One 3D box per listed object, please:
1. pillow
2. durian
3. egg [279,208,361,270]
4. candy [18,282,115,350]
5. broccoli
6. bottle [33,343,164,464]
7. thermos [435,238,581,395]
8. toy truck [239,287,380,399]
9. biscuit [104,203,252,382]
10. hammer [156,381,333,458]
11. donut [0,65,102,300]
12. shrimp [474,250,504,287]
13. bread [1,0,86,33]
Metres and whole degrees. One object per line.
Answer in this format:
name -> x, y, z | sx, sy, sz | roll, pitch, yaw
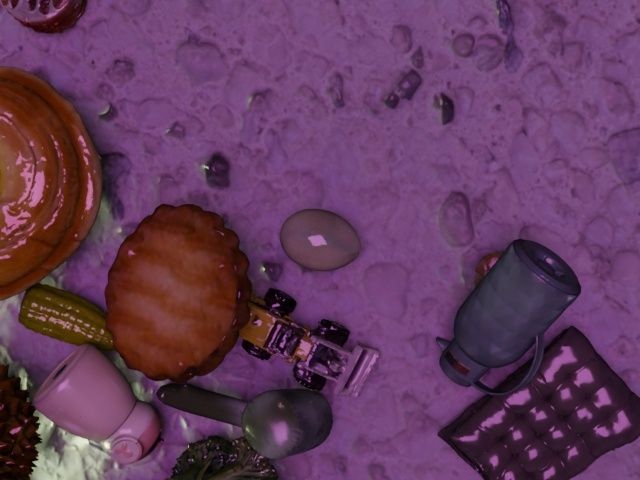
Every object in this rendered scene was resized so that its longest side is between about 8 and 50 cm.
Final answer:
pillow -> 0.414, 0.343, 1.401 | 0.326, 0.101, 0.228 | -41, 87, 2
durian -> -0.677, 0.349, 1.346 | 0.348, 0.347, 0.384 | -34, 73, 4
egg -> 0.000, 0.000, 1.410 | 0.152, 0.114, 0.114 | 15, 92, 4
candy -> -0.470, 0.155, 1.457 | 0.210, 0.097, 0.096 | 24, 92, -3
broccoli -> -0.193, 0.486, 1.382 | 0.261, 0.242, 0.269 | -44, 43, 8
bottle -> -0.395, 0.317, 1.412 | 0.147, 0.147, 0.236 | -44, 105, 3
thermos -> 0.330, 0.153, 1.353 | 0.182, 0.145, 0.286 | 50, 122, 31
toy truck -> -0.035, 0.195, 1.418 | 0.286, 0.111, 0.136 | 27, 94, 3
biscuit -> -0.253, 0.097, 1.392 | 0.326, 0.107, 0.325 | -7, 76, 30
hammer -> -0.156, 0.309, 1.414 | 0.336, 0.206, 0.118 | 10, 84, 22
donut -> -0.623, -0.105, 1.409 | 0.449, 0.198, 0.448 | 0, 88, 6
shrimp -> 0.361, 0.102, 1.426 | 0.099, 0.041, 0.180 | -39, 90, 6
bread -> -0.529, -0.478, 1.456 | 0.161, 0.073, 0.160 | 0, 91, 3
